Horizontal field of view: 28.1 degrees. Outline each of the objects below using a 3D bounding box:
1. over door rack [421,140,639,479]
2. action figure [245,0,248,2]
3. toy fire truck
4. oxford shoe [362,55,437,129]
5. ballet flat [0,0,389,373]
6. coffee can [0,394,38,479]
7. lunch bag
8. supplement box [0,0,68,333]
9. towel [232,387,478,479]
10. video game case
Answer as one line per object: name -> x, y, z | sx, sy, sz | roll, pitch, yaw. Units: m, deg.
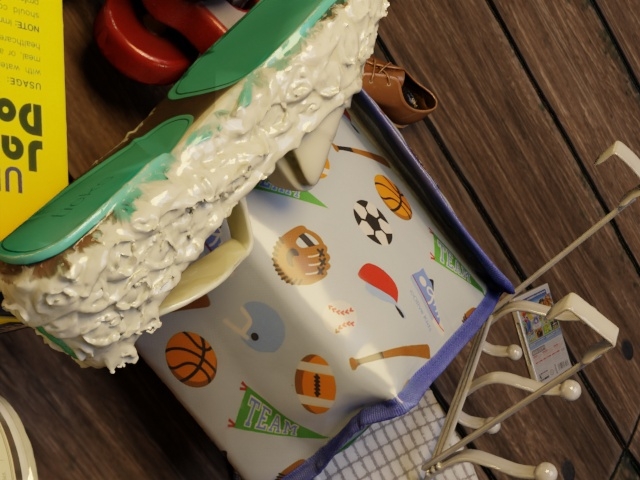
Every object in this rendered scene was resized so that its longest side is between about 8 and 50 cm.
over door rack -> 0.223, 0.101, 1.231 | 0.108, 0.324, 0.239 | 28, 45, -1
action figure -> -0.079, -0.379, 1.379 | 0.185, 0.099, 0.285 | -4, 86, -54
toy fire truck -> -0.131, -0.300, 1.196 | 0.302, 0.169, 0.254 | 44, 43, 0
oxford shoe -> 0.052, -0.193, 1.479 | 0.212, 0.076, 0.076 | 20, 67, -40
ballet flat -> -0.075, -0.060, 0.966 | 0.409, 0.147, 0.147 | -47, 114, -27
coffee can -> -0.357, 0.186, 0.847 | 0.275, 0.202, 0.201 | 11, 72, -45
lunch bag -> 0.000, 0.000, 1.211 | 0.328, 0.239, 0.385 | 52, 32, 2
supplement box -> -0.324, -0.104, 0.965 | 0.195, 0.194, 0.356 | 7, 75, -46
towel -> 0.062, 0.282, 1.300 | 0.235, 0.121, 0.283 | -19, 77, -49
video game case -> 0.292, 0.125, 1.694 | 0.087, 0.011, 0.122 | -19, 94, -47
